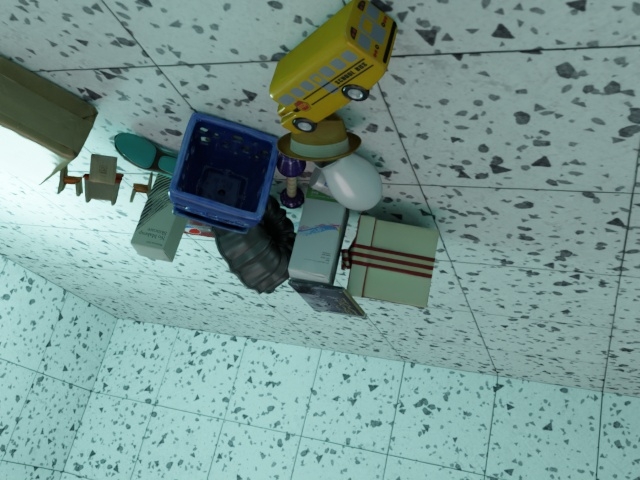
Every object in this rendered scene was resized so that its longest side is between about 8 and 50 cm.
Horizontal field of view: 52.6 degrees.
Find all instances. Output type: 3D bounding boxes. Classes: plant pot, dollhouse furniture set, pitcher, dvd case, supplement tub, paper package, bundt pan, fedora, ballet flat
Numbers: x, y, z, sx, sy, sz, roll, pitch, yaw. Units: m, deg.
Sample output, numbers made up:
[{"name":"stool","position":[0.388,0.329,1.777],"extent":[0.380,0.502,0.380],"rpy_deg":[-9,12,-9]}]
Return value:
[{"name":"plant pot","position":[-0.250,-0.152,1.652],"extent":[0.235,0.236,0.212],"rpy_deg":[16,159,-9]},{"name":"dollhouse furniture set","position":[-0.615,-0.184,1.864],"extent":[0.261,0.135,0.259],"rpy_deg":[6,-172,-15]},{"name":"pitcher","position":[0.050,-0.170,1.604],"extent":[0.177,0.125,0.207],"rpy_deg":[33,174,47]},{"name":"dvd case","position":[0.022,0.164,1.799],"extent":[0.164,0.018,0.221],"rpy_deg":[6,158,24]},{"name":"supplement tub","position":[0.032,-0.150,1.705],"extent":[0.107,0.071,0.071],"rpy_deg":[23,157,-23]},{"name":"paper package","position":[-0.801,-0.311,1.702],"extent":[0.309,0.168,0.324],"rpy_deg":[29,155,-30]},{"name":"bundt pan","position":[-0.170,-0.016,1.877],"extent":[0.124,0.331,0.331],"rpy_deg":[-28,140,23]},{"name":"fedora","position":[-0.004,-0.241,1.441],"extent":[0.194,0.194,0.079],"rpy_deg":[7,123,17]},{"name":"ballet flat","position":[-0.466,-0.226,1.827],"extent":[0.247,0.083,0.087],"rpy_deg":[23,171,-16]}]

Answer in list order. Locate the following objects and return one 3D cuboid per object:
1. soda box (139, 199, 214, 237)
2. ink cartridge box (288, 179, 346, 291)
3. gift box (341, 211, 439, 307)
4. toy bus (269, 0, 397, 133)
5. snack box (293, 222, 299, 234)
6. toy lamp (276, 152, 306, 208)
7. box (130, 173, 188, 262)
[{"name":"soda box","position":[-0.463,-0.078,2.182],"extent":[0.263,0.084,0.092],"rpy_deg":[9,157,15]},{"name":"ink cartridge box","position":[0.000,0.000,1.813],"extent":[0.117,0.278,0.201],"rpy_deg":[11,158,7]},{"name":"gift box","position":[0.189,0.044,1.864],"extent":[0.258,0.277,0.255],"rpy_deg":[9,172,4]},{"name":"toy bus","position":[0.009,-0.320,1.244],"extent":[0.130,0.108,0.332],"rpy_deg":[26,156,-27]},{"name":"snack box","position":[-0.061,-0.021,2.130],"extent":[0.141,0.037,0.100],"rpy_deg":[-6,150,41]},{"name":"toy lamp","position":[-0.076,-0.168,1.720],"extent":[0.080,0.080,0.275],"rpy_deg":[12,159,5]},{"name":"box","position":[-0.448,-0.083,1.892],"extent":[0.113,0.275,0.094],"rpy_deg":[11,156,8]}]
